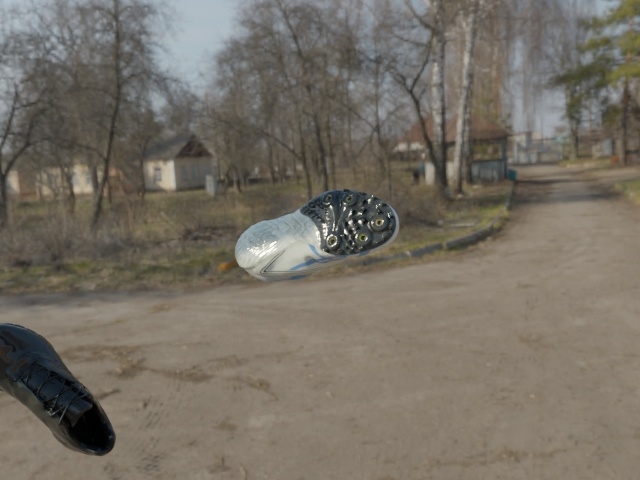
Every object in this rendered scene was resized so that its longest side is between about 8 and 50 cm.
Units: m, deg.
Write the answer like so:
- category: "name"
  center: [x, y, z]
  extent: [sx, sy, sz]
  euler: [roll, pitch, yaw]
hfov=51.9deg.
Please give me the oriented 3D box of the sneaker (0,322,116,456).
- category: "sneaker"
  center: [-0.423, 0.237, 1.045]
  extent: [0.130, 0.286, 0.109]
  euler: [0, 45, 52]

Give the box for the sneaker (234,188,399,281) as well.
- category: "sneaker"
  center: [0.000, 0.000, 0.778]
  extent: [0.237, 0.085, 0.086]
  euler: [-13, -27, 41]
